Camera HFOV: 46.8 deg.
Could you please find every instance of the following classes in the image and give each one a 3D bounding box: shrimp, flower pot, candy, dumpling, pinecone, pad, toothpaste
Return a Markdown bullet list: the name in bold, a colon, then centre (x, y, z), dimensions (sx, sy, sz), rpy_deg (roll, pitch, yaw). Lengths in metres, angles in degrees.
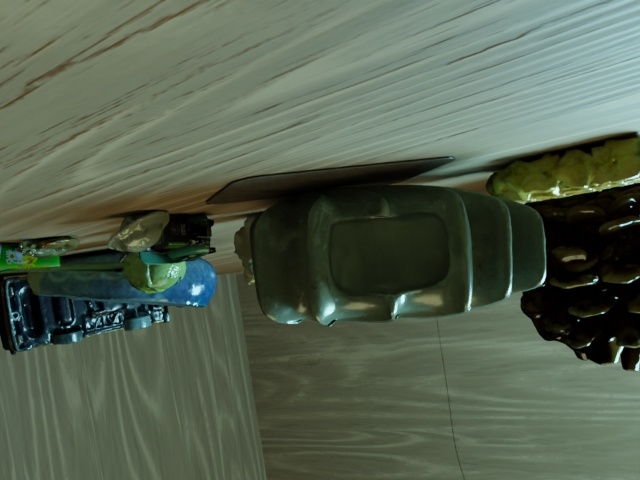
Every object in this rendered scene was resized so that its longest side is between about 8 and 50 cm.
- **shrimp**: centre (-0.361, 0.007, 0.991), dimensions (0.059, 0.023, 0.108), rpy_deg (-19, 175, 6)
- **flower pot**: centre (0.098, 0.012, 0.937), dimensions (0.367, 0.164, 0.254), rpy_deg (-4, -179, 0)
- **candy**: centre (-0.381, 0.044, 1.206), dimensions (0.335, 0.093, 0.092), rpy_deg (-2, 164, 11)
- **dumpling**: centre (-0.217, -0.013, 0.882), dimensions (0.077, 0.043, 0.059), rpy_deg (-5, 154, -16)
- **pinecone**: centre (0.522, 0.035, 1.249), dimensions (0.398, 0.397, 0.398), rpy_deg (-9, 177, -1)
- **pad**: centre (0.009, -0.068, 0.859), dimensions (0.266, 0.002, 0.176), rpy_deg (-8, 176, -21)
- **toothpaste**: centre (-0.421, 0.024, 0.983), dimensions (0.043, 0.037, 0.178), rpy_deg (-9, 177, 18)

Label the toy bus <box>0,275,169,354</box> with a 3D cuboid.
- **toy bus**: centre (-0.508, 0.131, 1.563), dimensions (0.323, 0.162, 0.194), rpy_deg (-9, 180, -36)

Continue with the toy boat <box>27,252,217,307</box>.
- **toy boat**: centre (-0.353, 0.056, 1.362), dimensions (0.330, 0.123, 0.215), rpy_deg (2, 171, 11)

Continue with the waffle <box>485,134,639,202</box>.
- **waffle**: centre (0.321, -0.086, 0.974), dimensions (0.211, 0.055, 0.160), rpy_deg (-10, 178, 26)

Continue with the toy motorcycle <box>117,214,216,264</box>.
- **toy motorcycle**: centre (-0.209, 0.001, 1.024), dimensions (0.100, 0.058, 0.173), rpy_deg (2, 170, -34)

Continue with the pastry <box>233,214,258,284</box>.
- **pastry**: centre (0.003, 0.006, 1.110), dimensions (0.258, 0.121, 0.089), rpy_deg (-8, 172, 2)
